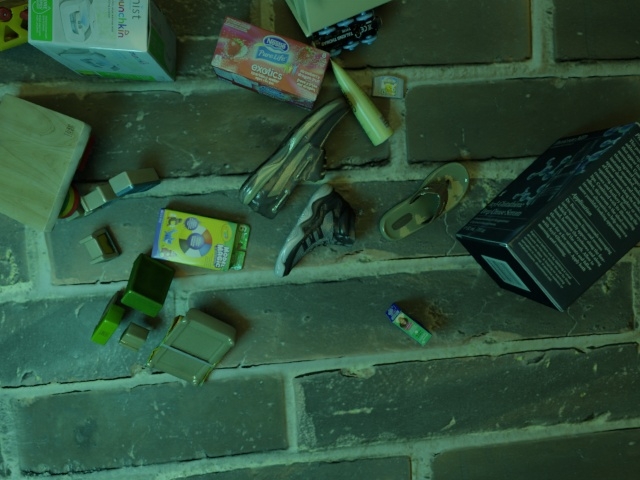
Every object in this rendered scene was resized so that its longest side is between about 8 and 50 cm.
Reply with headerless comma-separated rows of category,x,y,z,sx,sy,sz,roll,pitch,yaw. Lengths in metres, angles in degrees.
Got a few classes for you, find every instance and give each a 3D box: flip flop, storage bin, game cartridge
flip flop,0.274,-0.096,1.236,0.277,0.080,0.112,-35,96,-1
storage bin,0.031,-0.644,1.106,0.262,0.123,0.260,-24,67,-3
game cartridge,0.175,-0.397,1.237,0.083,0.017,0.055,3,90,-5

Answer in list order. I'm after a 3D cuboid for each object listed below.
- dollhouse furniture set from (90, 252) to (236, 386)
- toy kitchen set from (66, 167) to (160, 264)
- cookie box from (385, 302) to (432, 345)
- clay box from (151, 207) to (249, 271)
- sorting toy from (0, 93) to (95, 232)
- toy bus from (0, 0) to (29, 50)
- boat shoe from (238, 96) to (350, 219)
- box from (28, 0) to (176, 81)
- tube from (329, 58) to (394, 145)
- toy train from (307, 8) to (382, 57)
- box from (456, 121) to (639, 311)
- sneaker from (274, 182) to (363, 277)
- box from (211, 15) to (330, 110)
dollhouse furniture set,-0.379,0.208,1.211,0.302,0.151,0.197,32,112,-24
toy kitchen set,-0.484,-0.058,1.173,0.207,0.122,0.166,-23,97,17
cookie box,0.230,0.218,1.251,0.107,0.092,0.040,37,93,-6
clay box,-0.299,0.000,1.206,0.222,0.053,0.127,11,94,-5
sorting toy,-0.651,-0.174,1.107,0.257,0.089,0.255,22,91,18
toy bus,-0.683,-0.514,1.106,0.202,0.190,0.104,-1,138,-4
boat shoe,-0.048,-0.199,1.189,0.355,0.132,0.130,-45,107,8
box,-0.459,-0.448,1.054,0.231,0.262,0.126,3,95,-6
tube,0.094,-0.352,1.204,0.062,0.070,0.240,-43,103,-30
toy train,0.056,-0.509,1.171,0.184,0.105,0.080,-24,124,-7
box,0.584,-0.060,1.160,0.395,0.293,0.212,-42,97,-1
sneaker,0.000,0.000,1.207,0.153,0.101,0.268,31,89,-4
box,-0.117,-0.420,1.153,0.257,0.128,0.122,18,93,-6
